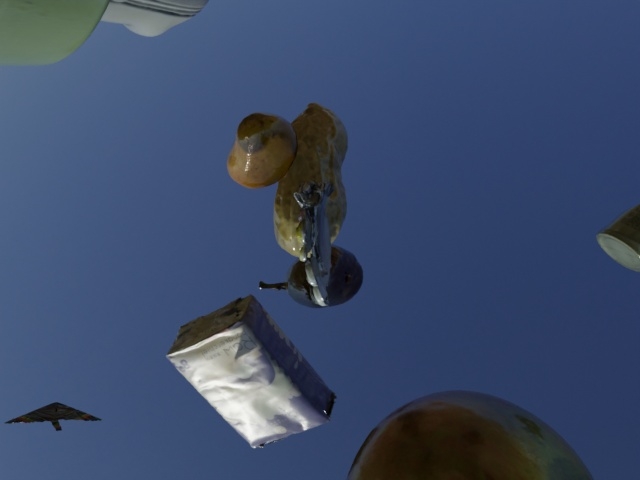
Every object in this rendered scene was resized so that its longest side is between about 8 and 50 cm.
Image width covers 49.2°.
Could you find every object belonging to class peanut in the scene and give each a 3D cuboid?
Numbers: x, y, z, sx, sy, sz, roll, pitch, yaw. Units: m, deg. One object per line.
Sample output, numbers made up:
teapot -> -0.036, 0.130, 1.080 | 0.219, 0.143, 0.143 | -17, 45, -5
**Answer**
peanut -> -0.016, -0.116, 1.291 | 0.147, 0.147, 0.306 | -9, -109, 33

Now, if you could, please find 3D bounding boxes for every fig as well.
fig -> -0.035, 0.099, 1.724 | 0.274, 0.170, 0.146 | -13, -112, 30

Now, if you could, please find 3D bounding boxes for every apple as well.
apple -> 0.196, 0.369, 0.906 | 0.339, 0.340, 0.340 | -22, -144, 18

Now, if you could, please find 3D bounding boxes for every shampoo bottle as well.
shampoo bottle -> 0.588, -0.055, 1.173 | 0.234, 0.087, 0.118 | -41, -163, -2

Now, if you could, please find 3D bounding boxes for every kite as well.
kite -> -0.361, 0.238, 0.947 | 0.122, 0.004, 0.090 | 2, -169, -24

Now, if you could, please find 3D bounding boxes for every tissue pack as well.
tissue pack -> -0.157, 0.306, 1.605 | 0.242, 0.344, 0.125 | -26, -155, 27

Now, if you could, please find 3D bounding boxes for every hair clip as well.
hair clip -> 0.000, 0.000, 0.987 | 0.049, 0.172, 0.116 | 1, -152, 17

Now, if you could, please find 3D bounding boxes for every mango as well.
mango -> -0.094, -0.150, 1.157 | 0.115, 0.178, 0.090 | -13, -114, -24

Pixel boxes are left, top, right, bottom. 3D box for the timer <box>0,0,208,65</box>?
timer -> -0.245, -0.305, 0.716 | 0.290, 0.315, 0.291 | 3, -86, 38
